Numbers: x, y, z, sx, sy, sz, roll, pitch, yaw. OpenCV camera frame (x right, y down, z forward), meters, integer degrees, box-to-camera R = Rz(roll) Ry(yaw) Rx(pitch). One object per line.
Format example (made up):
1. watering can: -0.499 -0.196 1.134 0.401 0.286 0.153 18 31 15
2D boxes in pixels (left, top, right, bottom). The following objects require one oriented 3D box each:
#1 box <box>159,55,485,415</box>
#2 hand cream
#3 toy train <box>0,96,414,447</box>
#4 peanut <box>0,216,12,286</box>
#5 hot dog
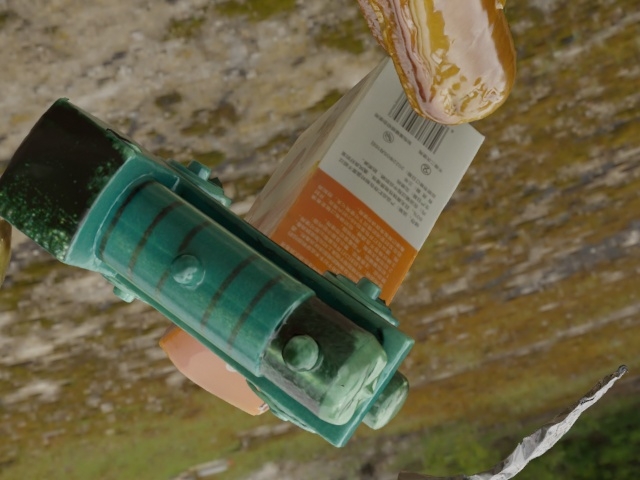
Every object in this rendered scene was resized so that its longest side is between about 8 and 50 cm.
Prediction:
1. box: 0.000 0.000 1.221 0.341 0.143 0.225 -56 -169 -32
2. hand cream: 0.154 0.182 1.002 0.257 0.050 0.084 -29 163 6
3. toy train: -0.072 0.027 0.804 0.120 0.298 0.194 -56 164 1
4. peanut: -0.346 0.032 0.915 0.233 0.110 0.197 -48 156 -34
5. hot dog: 0.025 -0.102 0.357 0.045 0.071 0.165 -27 135 1
